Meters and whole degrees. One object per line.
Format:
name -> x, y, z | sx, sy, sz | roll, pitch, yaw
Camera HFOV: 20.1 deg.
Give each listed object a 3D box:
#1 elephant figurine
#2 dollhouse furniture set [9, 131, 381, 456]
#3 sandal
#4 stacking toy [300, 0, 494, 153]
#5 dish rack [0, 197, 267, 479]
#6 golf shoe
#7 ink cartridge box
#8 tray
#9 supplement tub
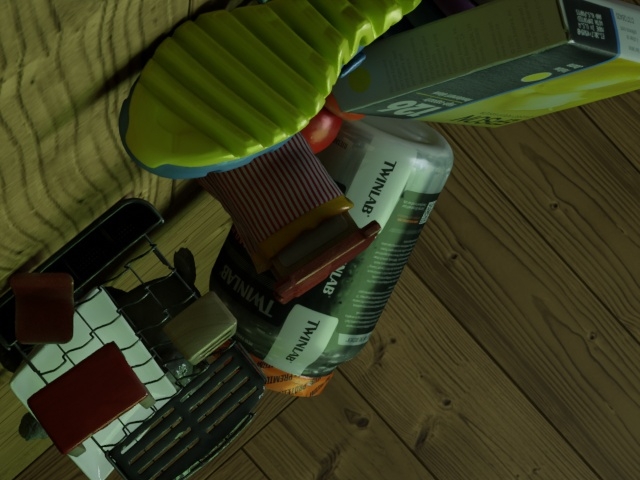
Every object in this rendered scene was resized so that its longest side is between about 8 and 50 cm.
elephant figurine -> -0.261, 0.130, 2.186 | 0.169, 0.239, 0.186 | 71, 22, -57
dollhouse furniture set -> -0.147, 0.021, 1.732 | 0.374, 0.201, 0.152 | -35, 176, -6
sandal -> -0.041, -0.143, 1.472 | 0.317, 0.126, 0.138 | -38, 179, -32
stacking toy -> 0.063, -0.205, 1.889 | 0.330, 0.141, 0.141 | -36, 180, 28
dish rack -> -0.188, 0.118, 1.865 | 0.208, 0.271, 0.074 | -41, -172, -15
golf shoe -> -0.313, 0.124, 2.031 | 0.094, 0.077, 0.198 | -43, 175, 24
ink cartridge box -> 0.148, -0.152, 1.670 | 0.307, 0.072, 0.303 | -17, 172, 31
tray -> -0.253, 0.159, 1.996 | 0.145, 0.030, 0.270 | -48, 149, -14
supplement tub -> 0.000, 0.000, 2.125 | 0.338, 0.207, 0.207 | -65, 170, 15
